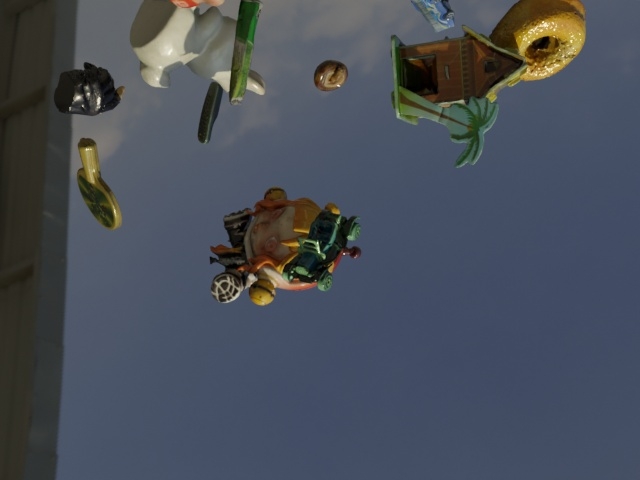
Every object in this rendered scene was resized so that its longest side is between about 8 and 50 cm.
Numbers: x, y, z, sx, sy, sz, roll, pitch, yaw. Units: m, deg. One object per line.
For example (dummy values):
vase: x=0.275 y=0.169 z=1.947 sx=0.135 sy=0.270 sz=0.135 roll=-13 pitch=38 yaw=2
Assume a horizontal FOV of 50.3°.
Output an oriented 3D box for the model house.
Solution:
model house: x=0.361 y=-0.355 z=1.725 sx=0.324 sy=0.340 sz=0.300 roll=-4 pitch=-176 yaw=18

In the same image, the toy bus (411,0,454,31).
toy bus: x=0.354 y=-0.749 z=2.160 sx=0.094 sy=0.236 sz=0.079 roll=-24 pitch=-115 yaw=24

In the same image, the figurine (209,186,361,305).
figurine: x=-0.085 y=0.018 z=1.574 sx=0.323 sy=0.196 sz=0.320 roll=-12 pitch=-127 yaw=26

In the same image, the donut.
donut: x=0.560 y=-0.522 z=1.755 sx=0.253 sy=0.253 sz=0.118 roll=-20 pitch=-124 yaw=19

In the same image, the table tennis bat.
table tennis bat: x=-0.652 y=-0.162 z=1.983 sx=0.198 sy=0.321 sz=0.050 roll=36 pitch=-127 yaw=27

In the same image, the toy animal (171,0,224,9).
toy animal: x=-0.251 y=-0.571 z=1.386 sx=0.197 sy=0.171 sz=0.171 roll=-51 pitch=-140 yaw=1

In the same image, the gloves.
gloves: x=-0.529 y=-0.352 z=1.620 sx=0.106 sy=0.129 sz=0.181 roll=24 pitch=-152 yaw=33

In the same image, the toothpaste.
toothpaste: x=-0.158 y=-0.405 z=1.423 sx=0.047 sy=0.248 sz=0.078 roll=13 pitch=-167 yaw=7

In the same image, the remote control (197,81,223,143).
remote control: x=-0.392 y=-0.452 z=2.420 sx=0.072 sy=0.042 sz=0.222 roll=36 pitch=-65 yaw=47

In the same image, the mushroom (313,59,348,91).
mushroom: x=0.034 y=-0.556 z=2.318 sx=0.127 sy=0.127 sz=0.087 roll=-32 pitch=-124 yaw=6

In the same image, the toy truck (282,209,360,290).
toy truck: x=-0.001 y=0.001 z=1.073 sx=0.080 sy=0.078 sz=0.154 roll=12 pitch=-129 yaw=27

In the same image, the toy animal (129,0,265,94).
toy animal: x=-0.311 y=-0.484 z=1.781 sx=0.196 sy=0.367 sz=0.241 roll=25 pitch=-82 yaw=40
